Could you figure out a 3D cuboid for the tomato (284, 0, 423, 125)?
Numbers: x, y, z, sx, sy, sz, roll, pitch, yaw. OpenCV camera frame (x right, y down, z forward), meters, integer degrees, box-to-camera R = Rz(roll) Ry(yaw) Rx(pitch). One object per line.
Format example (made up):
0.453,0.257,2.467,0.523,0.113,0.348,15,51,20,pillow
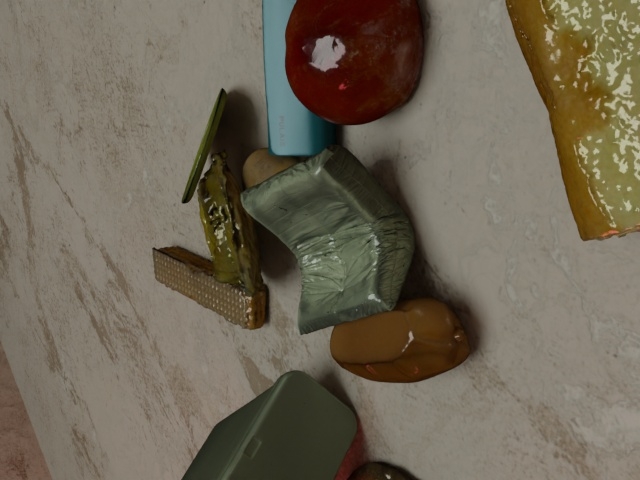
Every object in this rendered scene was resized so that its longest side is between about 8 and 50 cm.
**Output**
0.036,-0.278,1.059,0.200,0.139,0.233,12,108,24,tomato

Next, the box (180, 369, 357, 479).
-0.138,0.452,1.335,0.177,0.352,0.344,39,141,-8,box

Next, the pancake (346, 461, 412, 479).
0.136,0.523,1.277,0.286,0.033,0.289,-23,82,50,pancake

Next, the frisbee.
-0.222,-0.179,1.420,0.236,0.017,0.236,-161,90,-78,frisbee

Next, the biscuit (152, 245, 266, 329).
-0.244,0.095,1.595,0.378,0.054,0.094,18,115,46,biscuit

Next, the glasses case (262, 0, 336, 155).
-0.038,-0.288,1.193,0.117,0.070,0.301,0,105,11,glasses case

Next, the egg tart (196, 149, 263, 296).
-0.174,-0.024,1.370,0.279,0.094,0.279,165,90,-82,egg tart

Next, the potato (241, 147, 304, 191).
-0.069,-0.098,1.290,0.178,0.109,0.119,30,148,39,potato

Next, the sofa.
0.000,0.000,1.120,0.210,0.176,0.225,-20,123,43,sofa

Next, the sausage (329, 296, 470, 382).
0.119,0.154,1.119,0.241,0.136,0.120,-20,62,54,sausage

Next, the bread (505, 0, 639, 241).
0.320,-0.195,0.756,0.236,0.165,0.376,-24,83,53,bread
